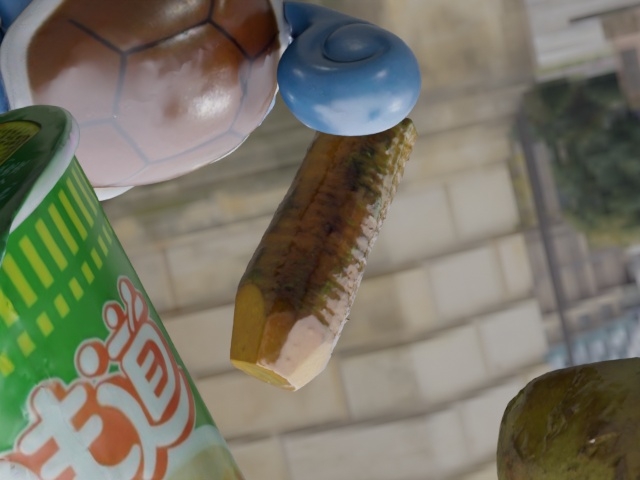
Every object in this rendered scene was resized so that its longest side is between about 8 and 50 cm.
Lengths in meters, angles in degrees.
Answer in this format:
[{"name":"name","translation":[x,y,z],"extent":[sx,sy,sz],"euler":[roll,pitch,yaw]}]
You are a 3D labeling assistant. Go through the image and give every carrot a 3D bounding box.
[{"name":"carrot","translation":[0.000,0.000,1.932],"extent":[0.114,0.302,0.114],"euler":[21,161,7]}]

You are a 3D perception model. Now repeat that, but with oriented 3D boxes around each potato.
[{"name":"potato","translation":[0.234,0.158,1.276],"extent":[0.298,0.141,0.176],"euler":[18,-127,39]}]

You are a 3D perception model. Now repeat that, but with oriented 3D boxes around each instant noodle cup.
[{"name":"instant noodle cup","translation":[-0.100,0.109,0.613],"extent":[0.207,0.232,0.207],"euler":[-29,-163,10]}]

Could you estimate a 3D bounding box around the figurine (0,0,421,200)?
[{"name":"figurine","translation":[-0.139,-0.127,1.485],"extent":[0.416,0.298,0.243],"euler":[-7,-142,-2]}]
